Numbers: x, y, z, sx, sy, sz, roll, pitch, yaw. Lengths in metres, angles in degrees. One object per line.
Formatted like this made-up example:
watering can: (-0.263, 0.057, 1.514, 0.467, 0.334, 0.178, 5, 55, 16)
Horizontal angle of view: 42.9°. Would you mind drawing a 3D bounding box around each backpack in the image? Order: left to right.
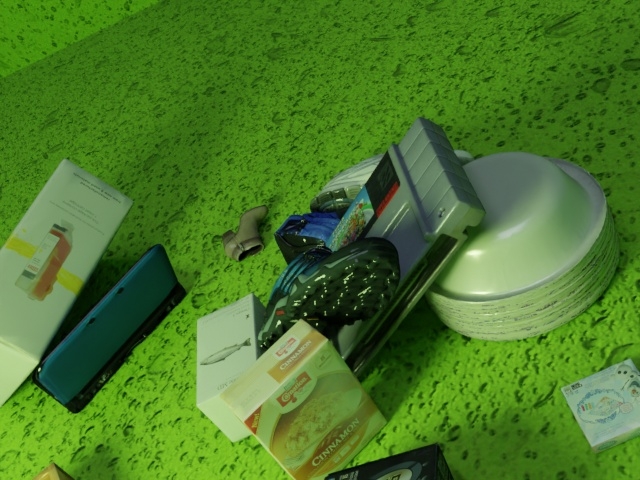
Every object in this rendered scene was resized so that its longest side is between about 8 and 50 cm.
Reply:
backpack: (0.000, 0.000, 1.351, 0.120, 0.098, 0.101, 7, 48, 43)

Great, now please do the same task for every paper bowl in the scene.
paper bowl: (0.257, -0.012, 1.133, 0.284, 0.148, 0.284, -20, 37, 16)

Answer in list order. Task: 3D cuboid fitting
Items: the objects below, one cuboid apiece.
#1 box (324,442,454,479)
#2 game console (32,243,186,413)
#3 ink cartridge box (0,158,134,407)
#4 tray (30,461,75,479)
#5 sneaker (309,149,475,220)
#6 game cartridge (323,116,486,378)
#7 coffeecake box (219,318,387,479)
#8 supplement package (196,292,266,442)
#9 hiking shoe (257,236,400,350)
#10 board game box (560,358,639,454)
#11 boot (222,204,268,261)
box: (0.071, 0.319, 0.890, 0.148, 0.077, 0.180, -20, 14, 17)
game console: (-0.396, 0.133, 1.428, 0.250, 0.173, 0.293, 16, 57, 46)
ink cartridge box: (-0.536, 0.082, 1.515, 0.279, 0.160, 0.384, -40, 22, 47)
tray: (-0.496, 0.523, 1.135, 0.411, 0.076, 0.203, -40, 37, -9)
sneaker: (0.122, -0.109, 1.384, 0.297, 0.111, 0.129, -11, 35, 26)
game cartridge: (0.080, 0.021, 1.146, 0.355, 0.068, 0.230, -57, 30, 28)
coffeecake box: (-0.017, 0.216, 1.036, 0.142, 0.185, 0.068, -43, 37, -13)
supplement package: (-0.114, 0.187, 1.211, 0.105, 0.105, 0.179, -26, 37, 11)
hiking shoe: (0.000, 0.051, 1.080, 0.304, 0.113, 0.132, -40, 38, 49)
board game box: (0.338, 0.191, 0.941, 0.090, 0.020, 0.090, -26, 36, 9)
boot: (-0.129, -0.009, 1.512, 0.118, 0.042, 0.087, -39, 43, -7)
